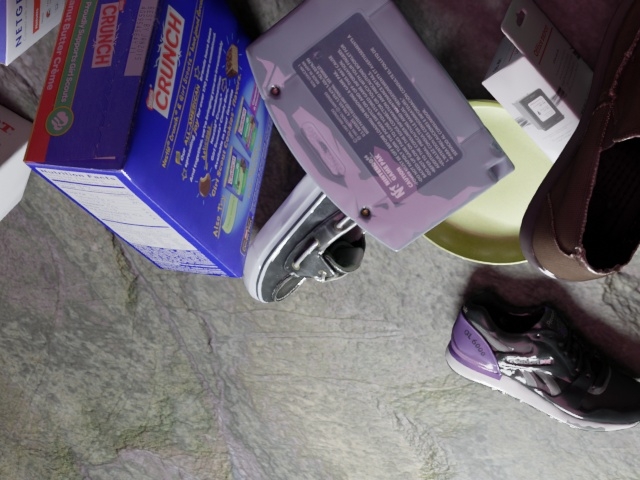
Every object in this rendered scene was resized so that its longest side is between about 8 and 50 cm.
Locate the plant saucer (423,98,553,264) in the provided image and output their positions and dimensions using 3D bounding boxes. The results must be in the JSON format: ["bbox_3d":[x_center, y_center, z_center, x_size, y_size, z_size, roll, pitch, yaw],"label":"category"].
[{"bbox_3d":[0.206,-0.075,1.157,0.241,0.037,0.241,12,130,15],"label":"plant saucer"}]

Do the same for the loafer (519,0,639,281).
[{"bbox_3d":[0.330,-0.112,0.915,0.134,0.130,0.365,20,100,-15],"label":"loafer"}]

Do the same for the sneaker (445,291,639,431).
[{"bbox_3d":[0.314,0.159,1.262,0.283,0.107,0.124,18,126,9],"label":"sneaker"}]

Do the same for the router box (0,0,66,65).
[{"bbox_3d":[-0.257,-0.390,0.922,0.082,0.301,0.335,23,133,5],"label":"router box"}]

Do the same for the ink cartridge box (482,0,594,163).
[{"bbox_3d":[0.240,-0.171,1.016,0.180,0.104,0.060,45,133,-15],"label":"ink cartridge box"}]

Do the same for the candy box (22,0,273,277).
[{"bbox_3d":[-0.165,-0.135,1.033,0.122,0.268,0.317,4,160,17],"label":"candy box"}]

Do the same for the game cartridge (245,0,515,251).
[{"bbox_3d":[0.058,-0.144,1.074,0.196,0.060,0.294,-35,96,11],"label":"game cartridge"}]

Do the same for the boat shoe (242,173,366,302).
[{"bbox_3d":[0.000,0.000,1.229,0.119,0.121,0.335,49,138,13],"label":"boat shoe"}]

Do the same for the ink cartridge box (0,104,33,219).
[{"bbox_3d":[-0.617,-0.075,1.283,0.285,0.395,0.166,31,131,-3],"label":"ink cartridge box"}]
